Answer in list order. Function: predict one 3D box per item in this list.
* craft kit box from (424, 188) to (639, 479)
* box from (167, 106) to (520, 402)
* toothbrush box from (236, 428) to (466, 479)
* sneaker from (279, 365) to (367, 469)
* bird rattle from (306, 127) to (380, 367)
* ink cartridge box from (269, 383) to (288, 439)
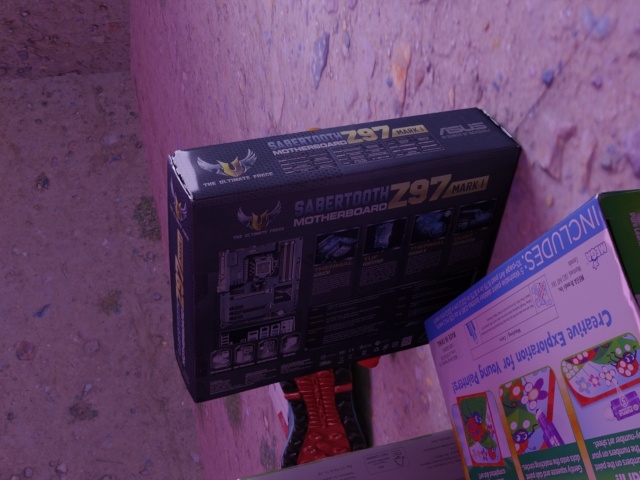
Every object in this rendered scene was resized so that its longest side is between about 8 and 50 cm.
[{"bbox_3d":[0.155,0.129,0.478,0.250,0.060,0.247,125,137,-66],"label":"craft kit box"},{"bbox_3d":[0.012,0.010,0.579,0.059,0.232,0.183,-123,29,-43],"label":"box"},{"bbox_3d":[0.031,0.291,0.698,0.283,0.206,0.122,104,152,-50],"label":"toothbrush box"},{"bbox_3d":[0.007,0.191,0.970,0.125,0.104,0.262,-79,-12,-69],"label":"sneaker"},{"bbox_3d":[0.000,0.000,0.821,0.253,0.143,0.207,51,129,55],"label":"bird rattle"},{"bbox_3d":[-0.030,0.187,1.106,0.099,0.056,0.135,-118,25,-48],"label":"ink cartridge box"}]
